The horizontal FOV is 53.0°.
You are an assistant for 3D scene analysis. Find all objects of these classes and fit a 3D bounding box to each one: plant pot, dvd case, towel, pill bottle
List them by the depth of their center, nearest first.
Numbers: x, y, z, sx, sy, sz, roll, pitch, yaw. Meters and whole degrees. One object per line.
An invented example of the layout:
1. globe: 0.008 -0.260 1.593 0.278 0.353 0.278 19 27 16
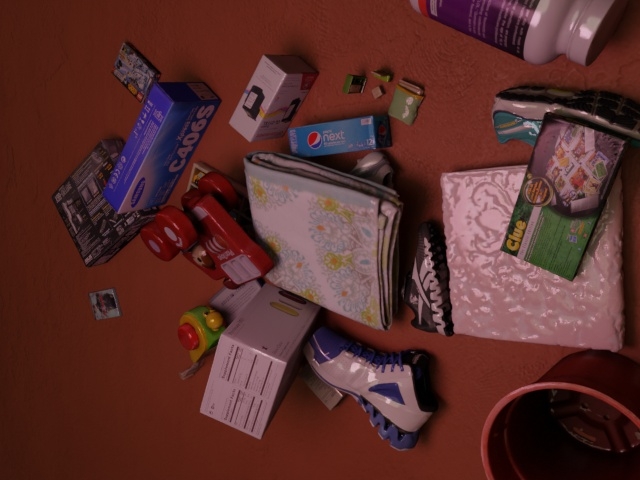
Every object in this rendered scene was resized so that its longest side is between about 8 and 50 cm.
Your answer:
1. pill bottle: 0.313 -0.404 1.040 0.323 0.181 0.182 34 118 23
2. plant pot: 0.442 0.318 1.068 0.272 0.265 0.273 8 105 32
3. towel: 0.382 0.026 1.172 0.316 0.053 0.332 0 101 35
4. towel: 0.000 0.000 1.339 0.374 0.090 0.321 22 130 32
5. dvd case: -0.163 0.202 1.591 0.179 0.029 0.239 -40 77 34
6. dvd case: -0.646 0.191 1.923 0.119 0.013 0.087 -11 94 36

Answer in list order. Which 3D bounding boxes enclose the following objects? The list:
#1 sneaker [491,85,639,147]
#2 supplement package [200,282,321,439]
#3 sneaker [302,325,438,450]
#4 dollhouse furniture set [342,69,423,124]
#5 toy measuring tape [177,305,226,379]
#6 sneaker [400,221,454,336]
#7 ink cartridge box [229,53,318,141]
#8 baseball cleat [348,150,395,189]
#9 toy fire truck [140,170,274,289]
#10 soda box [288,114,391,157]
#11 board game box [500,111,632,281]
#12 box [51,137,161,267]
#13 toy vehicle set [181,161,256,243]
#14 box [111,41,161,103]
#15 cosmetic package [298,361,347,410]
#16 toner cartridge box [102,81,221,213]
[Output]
1. sneaker: 0.424 -0.192 1.083 0.275 0.107 0.110 18 130 35
2. supplement package: -0.123 0.250 1.387 0.145 0.262 0.204 21 114 7
3. sneaker: 0.133 0.274 1.364 0.315 0.127 0.182 43 117 11
4. dollhouse furniture set: 0.123 -0.289 1.269 0.151 0.058 0.076 31 117 25
5. toy measuring tape: -0.324 0.253 1.654 0.121 0.121 0.330 54 140 12
6. sneaker: 0.203 0.080 1.288 0.106 0.078 0.235 -5 100 32
7. ink cartridge box: -0.100 -0.303 1.374 0.072 0.127 0.175 43 121 16
8. baseball cleat: 0.072 -0.090 1.330 0.206 0.072 0.109 -50 52 31
9. toy fire truck: -0.252 0.007 1.469 0.254 0.169 0.302 51 149 -8
10. soda box: 0.037 -0.214 1.335 0.210 0.071 0.067 -1 100 34
11. board game box: 0.397 -0.069 1.063 0.136 0.030 0.260 26 125 25
12. box: -0.604 -0.100 1.789 0.307 0.076 0.243 -35 81 34
13. toy vehicle set: -0.225 -0.061 1.568 0.266 0.035 0.166 31 116 25
14. box: -0.477 -0.432 1.658 0.137 0.027 0.094 46 120 17
15. cosmetic package: 0.009 0.331 1.498 0.115 0.041 0.060 46 121 16
16. toner cartridge box: -0.389 -0.223 1.564 0.075 0.165 0.348 47 122 16
